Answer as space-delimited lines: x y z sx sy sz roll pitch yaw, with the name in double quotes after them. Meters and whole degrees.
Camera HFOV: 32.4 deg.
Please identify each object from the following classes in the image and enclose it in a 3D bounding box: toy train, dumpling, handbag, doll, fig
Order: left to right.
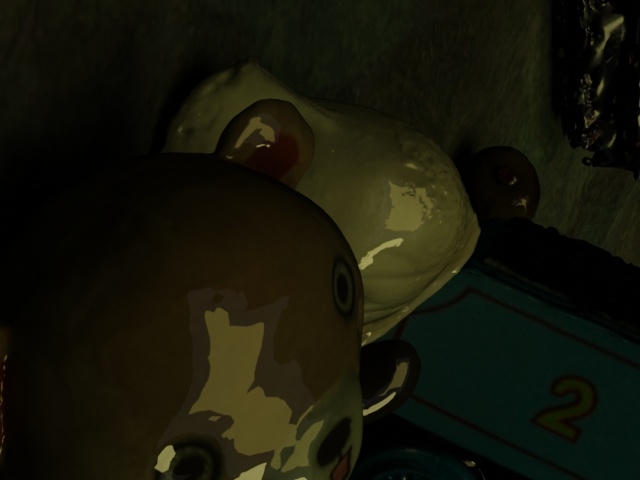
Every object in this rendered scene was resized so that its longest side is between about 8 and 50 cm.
-0.049 0.103 0.538 0.235 0.174 0.330 -41 135 -29 "doll"
0.003 0.002 0.636 0.166 0.126 0.216 -58 156 5 "dumpling"
0.148 -0.037 0.932 0.074 0.074 0.088 -61 171 -23 "fig"
0.164 0.132 0.815 0.188 0.300 0.265 -44 156 -66 "toy train"
0.292 -0.193 1.066 0.162 0.113 0.260 -56 147 -42 "handbag"
